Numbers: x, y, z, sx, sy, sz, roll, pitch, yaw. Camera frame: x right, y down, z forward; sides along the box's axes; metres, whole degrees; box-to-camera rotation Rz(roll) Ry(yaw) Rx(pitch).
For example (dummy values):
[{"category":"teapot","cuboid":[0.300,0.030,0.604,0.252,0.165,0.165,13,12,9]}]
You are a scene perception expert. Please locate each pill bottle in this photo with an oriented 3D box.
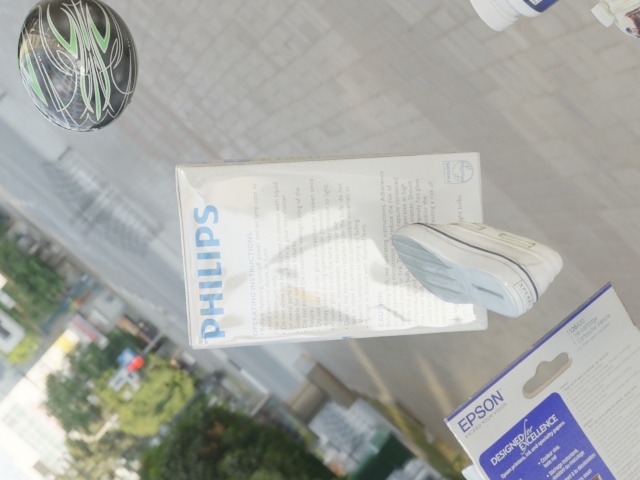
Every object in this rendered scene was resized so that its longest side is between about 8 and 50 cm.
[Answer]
[{"category":"pill bottle","cuboid":[0.306,-0.384,1.581,0.112,0.187,0.112,33,-141,-32]}]

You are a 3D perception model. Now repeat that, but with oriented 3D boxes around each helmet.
[{"category":"helmet","cuboid":[-0.314,-0.232,1.450,0.169,0.169,0.161,50,-179,-42]}]

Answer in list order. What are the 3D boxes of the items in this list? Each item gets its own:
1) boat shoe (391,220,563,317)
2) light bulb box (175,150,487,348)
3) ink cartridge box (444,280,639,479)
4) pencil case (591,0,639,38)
[{"category":"boat shoe","cuboid":[0.160,0.021,1.138,0.226,0.076,0.083,28,147,57]},{"category":"light bulb box","cuboid":[0.000,0.000,1.471,0.358,0.361,0.225,-150,57,-84]},{"category":"ink cartridge box","cuboid":[0.336,0.263,1.435,0.307,0.303,0.072,56,160,-4]},{"category":"pencil case","cuboid":[0.634,-0.462,1.776,0.410,0.183,0.160,-23,94,47]}]
